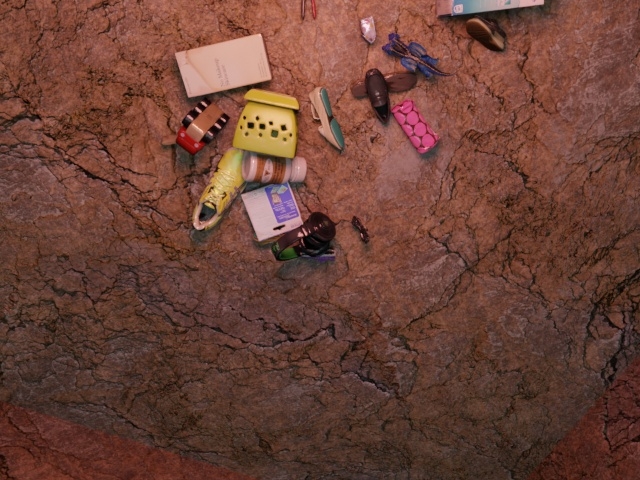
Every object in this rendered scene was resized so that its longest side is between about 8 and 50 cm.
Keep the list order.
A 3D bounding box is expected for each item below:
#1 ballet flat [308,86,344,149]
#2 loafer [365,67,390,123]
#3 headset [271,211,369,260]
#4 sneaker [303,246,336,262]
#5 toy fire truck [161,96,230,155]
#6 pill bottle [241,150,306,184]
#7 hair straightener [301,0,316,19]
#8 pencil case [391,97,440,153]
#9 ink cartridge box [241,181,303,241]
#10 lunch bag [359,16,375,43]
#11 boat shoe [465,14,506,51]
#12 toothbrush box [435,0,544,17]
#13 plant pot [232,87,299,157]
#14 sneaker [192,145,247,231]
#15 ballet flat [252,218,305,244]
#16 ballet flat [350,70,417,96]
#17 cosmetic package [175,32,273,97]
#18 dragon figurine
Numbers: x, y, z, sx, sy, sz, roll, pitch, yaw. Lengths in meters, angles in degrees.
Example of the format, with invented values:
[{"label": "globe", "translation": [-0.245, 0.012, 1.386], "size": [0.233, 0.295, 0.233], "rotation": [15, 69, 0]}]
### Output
[{"label": "ballet flat", "translation": [0.019, -0.459, 1.741], "size": [0.086, 0.086, 0.249], "rotation": [-18, 112, 7]}, {"label": "loafer", "translation": [0.215, -0.522, 1.658], "size": [0.076, 0.078, 0.223], "rotation": [-17, 144, 11]}, {"label": "headset", "translation": [0.000, 0.000, 1.844], "size": [0.393, 0.243, 0.185], "rotation": [-23, 75, -19]}, {"label": "sneaker", "translation": [-0.018, 0.068, 1.980], "size": [0.169, 0.068, 0.071], "rotation": [5, 131, 3]}, {"label": "toy fire truck", "translation": [-0.485, -0.393, 1.693], "size": [0.158, 0.217, 0.246], "rotation": [37, 123, -16]}, {"label": "pill bottle", "translation": [-0.177, -0.281, 1.753], "size": [0.229, 0.131, 0.131], "rotation": [2, 117, -27]}, {"label": "hair straightener", "translation": [-0.068, -0.879, 1.558], "size": [0.088, 0.047, 0.231], "rotation": [-5, 114, 1]}, {"label": "pencil case", "translation": [0.362, -0.440, 1.739], "size": [0.098, 0.095, 0.209], "rotation": [-33, 109, 21]}, {"label": "ink cartridge box", "translation": [-0.195, -0.126, 1.880], "size": [0.206, 0.045, 0.209], "rotation": [-18, 101, 6]}, {"label": "lunch bag", "translation": [0.165, -0.739, 1.611], "size": [0.053, 0.071, 0.083], "rotation": [-16, 114, 5]}, {"label": "boat shoe", "translation": [0.578, -0.732, 1.584], "size": [0.223, 0.080, 0.074], "rotation": [11, 98, -44]}, {"label": "toothbrush box", "translation": [0.548, -0.820, 1.502], "size": [0.295, 0.216, 0.126], "rotation": [-8, 114, 1]}, {"label": "plant pot", "translation": [-0.183, -0.434, 1.667], "size": [0.227, 0.227, 0.207], "rotation": [11, 108, -5]}, {"label": "sneaker", "translation": [-0.388, -0.190, 1.811], "size": [0.145, 0.147, 0.385], "rotation": [26, 109, -10]}, {"label": "ballet flat", "translation": [-0.170, -0.035, 1.936], "size": [0.232, 0.080, 0.073], "rotation": [-13, 142, 8]}, {"label": "ballet flat", "translation": [0.232, -0.587, 1.692], "size": [0.249, 0.058, 0.084], "rotation": [-11, 143, 2]}, {"label": "cosmetic package", "translation": [-0.337, -0.626, 1.634], "size": [0.309, 0.113, 0.160], "rotation": [-12, 114, 4]}, {"label": "dragon figurine", "translation": [0.337, -0.632, 1.593], "size": [0.143, 0.289, 0.085], "rotation": [5, 124, -45]}]
